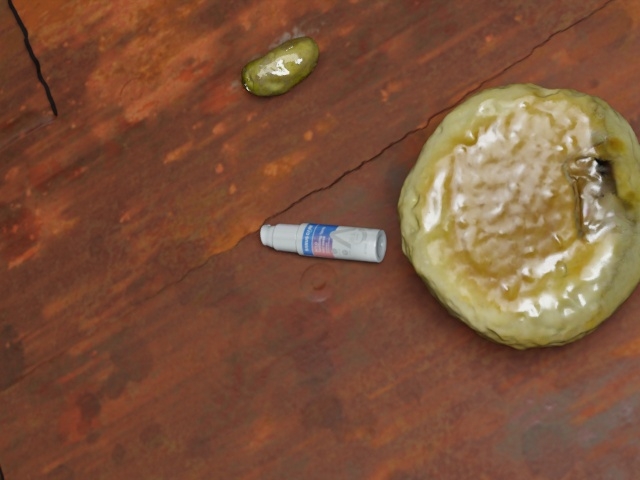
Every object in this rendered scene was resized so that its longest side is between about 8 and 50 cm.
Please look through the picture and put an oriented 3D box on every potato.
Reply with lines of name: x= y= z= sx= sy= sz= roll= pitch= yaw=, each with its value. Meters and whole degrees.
potato: x=-0.041 y=-0.181 z=1.348 sx=0.092 sy=0.046 sz=0.045 roll=-29 pitch=29 yaw=-1

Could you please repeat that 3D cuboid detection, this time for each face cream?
face cream: x=0.000 y=0.000 z=1.277 sx=0.130 sy=0.034 sz=0.034 roll=6 pitch=75 yaw=23

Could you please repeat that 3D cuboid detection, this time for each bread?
bread: x=0.193 y=-0.021 z=1.158 sx=0.244 sy=0.134 sz=0.244 roll=-5 pitch=73 yaw=16
